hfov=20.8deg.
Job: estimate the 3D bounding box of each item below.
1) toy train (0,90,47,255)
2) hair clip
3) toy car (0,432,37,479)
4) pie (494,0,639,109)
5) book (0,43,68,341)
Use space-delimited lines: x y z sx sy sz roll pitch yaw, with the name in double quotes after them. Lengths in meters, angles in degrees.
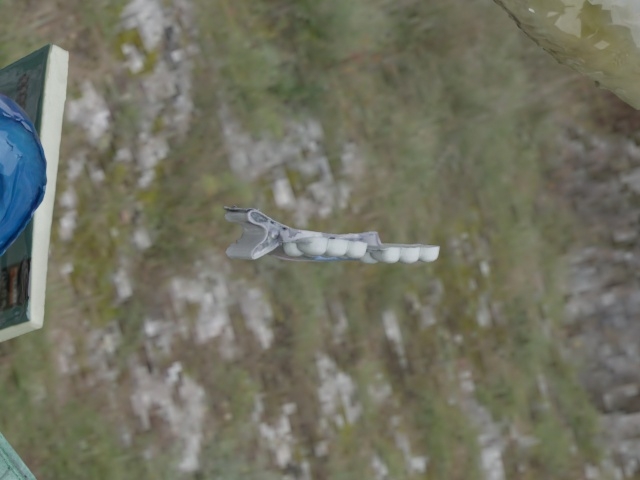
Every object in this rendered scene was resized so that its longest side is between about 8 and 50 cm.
-0.264 -0.048 0.584 0.188 0.265 0.300 58 8 32 "toy train"
0.000 0.000 1.771 0.220 0.140 0.054 6 83 -41 "hair clip"
-0.317 0.285 1.675 0.141 0.097 0.320 -42 111 -24 "toy car"
0.111 -0.198 0.611 0.337 0.075 0.337 24 59 -47 "pie"
-0.359 -0.004 1.593 0.031 0.379 0.264 20 61 -41 "book"
